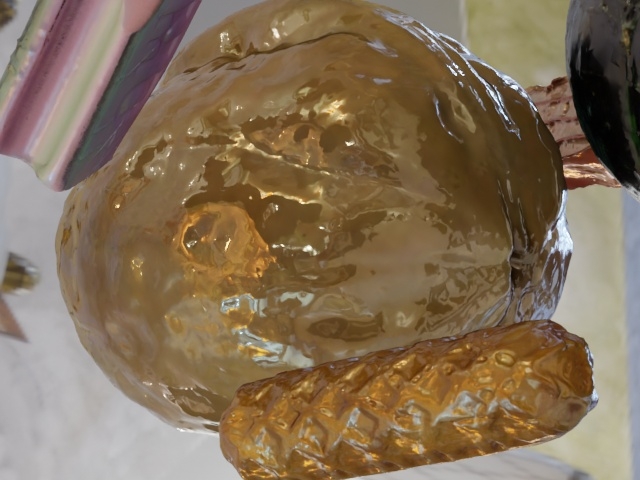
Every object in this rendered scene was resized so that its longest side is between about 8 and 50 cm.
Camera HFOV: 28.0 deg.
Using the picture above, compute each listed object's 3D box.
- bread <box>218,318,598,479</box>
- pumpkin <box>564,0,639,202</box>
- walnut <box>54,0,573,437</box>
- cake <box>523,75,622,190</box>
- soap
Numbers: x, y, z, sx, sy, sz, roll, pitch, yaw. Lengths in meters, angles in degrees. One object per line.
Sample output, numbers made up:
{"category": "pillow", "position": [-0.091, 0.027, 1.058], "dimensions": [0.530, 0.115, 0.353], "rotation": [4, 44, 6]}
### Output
{"category": "bread", "position": [0.028, 0.061, 0.469], "dimensions": [0.052, 0.157, 0.044], "rotation": [-7, -97, -56]}
{"category": "pumpkin", "position": [0.303, -0.114, 0.781], "dimensions": [0.315, 0.315, 0.238], "rotation": [-42, -50, -43]}
{"category": "walnut", "position": [0.000, 0.000, 0.940], "dimensions": [0.381, 0.381, 0.381], "rotation": [-20, -65, -53]}
{"category": "cake", "position": [0.221, -0.097, 1.039], "dimensions": [0.135, 0.287, 0.098], "rotation": [24, -113, -44]}
{"category": "soap", "position": [-0.102, -0.108, 0.637], "dimensions": [0.149, 0.056, 0.100], "rotation": [-58, 0, 22]}
